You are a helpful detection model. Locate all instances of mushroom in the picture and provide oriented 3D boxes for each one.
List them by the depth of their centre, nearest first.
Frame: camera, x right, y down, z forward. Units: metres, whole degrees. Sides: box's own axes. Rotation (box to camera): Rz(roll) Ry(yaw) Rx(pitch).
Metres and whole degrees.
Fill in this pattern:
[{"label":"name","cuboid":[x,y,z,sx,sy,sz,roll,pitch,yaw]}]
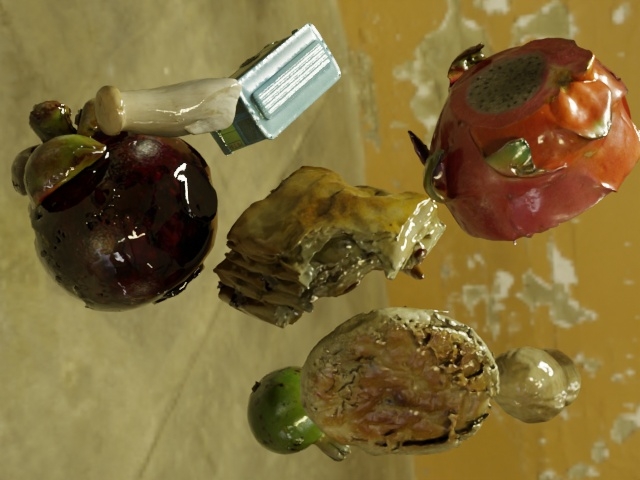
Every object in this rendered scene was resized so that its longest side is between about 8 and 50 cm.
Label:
[{"label":"mushroom","cuboid":[-0.256,-0.221,1.682,0.108,0.247,0.096,-9,-90,65]}]

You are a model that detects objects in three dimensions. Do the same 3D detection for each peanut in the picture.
[{"label":"peanut","cuboid":[0.353,0.233,1.607,0.257,0.123,0.123,16,71,-59]}]

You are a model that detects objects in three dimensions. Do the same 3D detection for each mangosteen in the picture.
[{"label":"mangosteen","cuboid":[-0.380,-0.070,1.890,0.381,0.381,0.421,-73,151,-52]}]

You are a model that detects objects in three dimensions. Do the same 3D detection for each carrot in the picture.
[{"label":"carrot","cuboid":[0.136,0.022,1.997,0.336,0.069,0.069,-148,-131,-66]}]

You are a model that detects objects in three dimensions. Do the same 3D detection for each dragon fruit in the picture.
[{"label":"dragon fruit","cuboid":[0.258,-0.142,1.288,0.189,0.291,0.290,54,30,-29]}]

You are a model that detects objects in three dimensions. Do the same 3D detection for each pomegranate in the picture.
[{"label":"pomegranate","cuboid":[-0.040,0.373,2.083,0.202,0.248,0.202,-52,179,-2]}]

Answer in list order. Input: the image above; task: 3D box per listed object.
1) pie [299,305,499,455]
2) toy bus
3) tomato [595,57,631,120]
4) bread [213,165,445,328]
[{"label":"pie","cuboid":[0.108,0.200,1.358,0.055,0.274,0.274,-90,170,-57]},{"label":"toy bus","cuboid":[-0.117,-0.342,2.248,0.312,0.190,0.152,-47,112,-39]},{"label":"tomato","cuboid":[0.467,-0.252,1.954,0.226,0.299,0.298,105,-4,-50]},{"label":"bread","cuboid":[0.000,0.000,1.795,0.314,0.370,0.191,-47,128,-35]}]
